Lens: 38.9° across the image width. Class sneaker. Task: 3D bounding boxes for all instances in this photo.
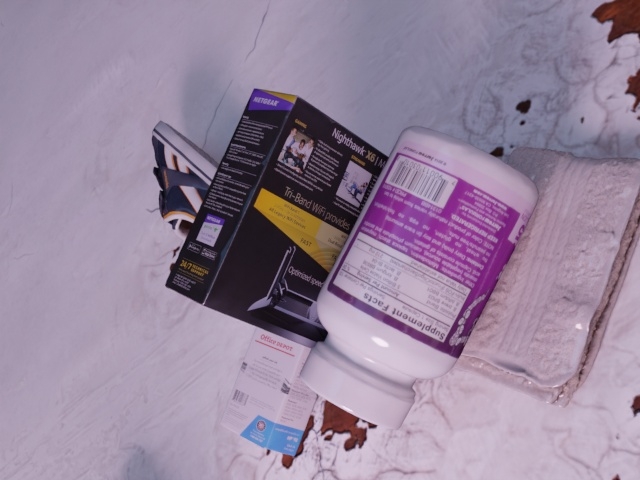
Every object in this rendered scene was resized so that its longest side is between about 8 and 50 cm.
[{"bbox_3d":[-0.206,-0.078,1.439,0.127,0.126,0.321,-51,45,4],"label":"sneaker"}]

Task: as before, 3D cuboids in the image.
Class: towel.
[{"bbox_3d":[0.243,0.030,1.007,0.187,0.049,0.282,15,80,46],"label":"towel"}]

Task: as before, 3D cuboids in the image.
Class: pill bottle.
[{"bbox_3d":[0.099,0.043,0.986,0.169,0.169,0.301,29,92,48],"label":"pill bottle"}]

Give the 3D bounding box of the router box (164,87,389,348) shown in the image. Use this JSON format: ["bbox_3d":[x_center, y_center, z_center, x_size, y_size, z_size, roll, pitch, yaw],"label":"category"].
[{"bbox_3d":[0.000,0.000,1.064,0.081,0.309,0.243,20,83,46],"label":"router box"}]

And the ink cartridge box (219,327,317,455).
[{"bbox_3d":[-0.053,0.181,1.208,0.104,0.060,0.180,14,81,47],"label":"ink cartridge box"}]
